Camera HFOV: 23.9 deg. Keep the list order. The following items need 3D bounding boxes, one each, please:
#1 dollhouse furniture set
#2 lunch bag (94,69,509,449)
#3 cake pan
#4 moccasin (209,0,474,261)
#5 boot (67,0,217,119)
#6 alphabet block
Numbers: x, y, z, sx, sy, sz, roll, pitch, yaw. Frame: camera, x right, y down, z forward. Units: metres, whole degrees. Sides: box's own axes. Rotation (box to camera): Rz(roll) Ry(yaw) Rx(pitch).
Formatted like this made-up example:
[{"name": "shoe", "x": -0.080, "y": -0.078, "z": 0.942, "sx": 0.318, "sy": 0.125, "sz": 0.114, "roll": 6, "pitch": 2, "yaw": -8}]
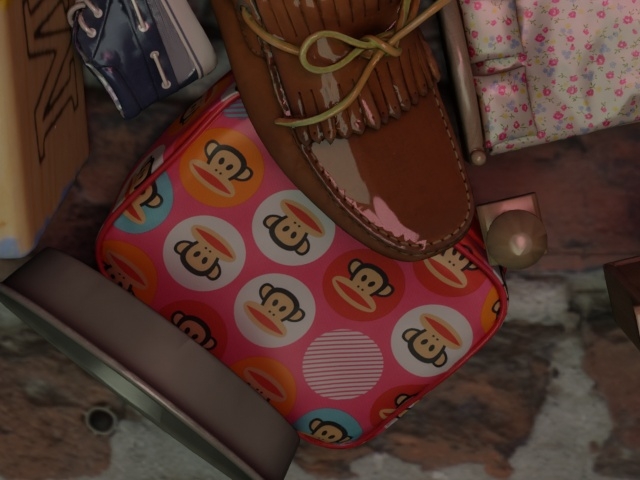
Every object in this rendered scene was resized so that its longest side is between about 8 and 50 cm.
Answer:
[{"name": "dollhouse furniture set", "x": 0.245, "y": -0.111, "z": 1.028, "sx": 0.303, "sy": 0.174, "sz": 0.355, "roll": -13, "pitch": 99, "yaw": 3}, {"name": "lunch bag", "x": 0.000, "y": 0.000, "z": 1.181, "sx": 0.293, "sy": 0.120, "sz": 0.258, "roll": 41, "pitch": 114, "yaw": -14}, {"name": "cake pan", "x": -0.132, "y": 0.103, "z": 1.190, "sx": 0.293, "sy": 0.293, "sz": 0.054, "roll": 40, "pitch": 77, "yaw": -14}, {"name": "moccasin", "x": 0.008, "y": -0.165, "z": 1.026, "sx": 0.139, "sy": 0.147, "sz": 0.380, "roll": -20, "pitch": 93, "yaw": -21}, {"name": "boot", "x": -0.155, "y": -0.184, "z": 1.116, "sx": 0.086, "sy": 0.069, "sz": 0.190, "roll": -35, "pitch": 112, "yaw": -11}, {"name": "alphabet block", "x": -0.288, "y": -0.118, "z": 1.114, "sx": 0.192, "sy": 0.193, "sz": 0.197, "roll": 3, "pitch": 118, "yaw": 4}]
